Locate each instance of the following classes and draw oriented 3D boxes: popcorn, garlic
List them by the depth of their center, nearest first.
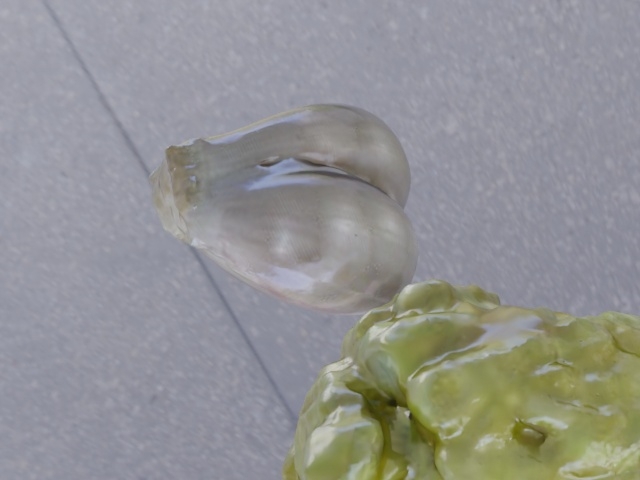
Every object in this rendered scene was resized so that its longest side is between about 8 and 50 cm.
[{"bbox_3d":[0.095,0.122,0.810,0.256,0.255,0.195,-25,59,33],"label":"popcorn"},{"bbox_3d":[0.000,0.000,1.540,0.245,0.340,0.231,-29,67,5],"label":"garlic"}]
